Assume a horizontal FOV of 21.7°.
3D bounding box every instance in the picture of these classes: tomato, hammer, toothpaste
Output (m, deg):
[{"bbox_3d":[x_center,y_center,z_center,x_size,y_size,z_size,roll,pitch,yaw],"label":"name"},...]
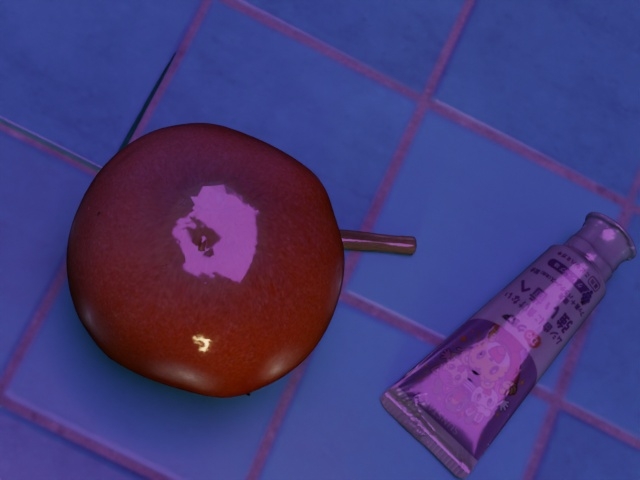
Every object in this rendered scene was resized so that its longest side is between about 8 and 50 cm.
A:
[{"bbox_3d":[-0.103,0.016,1.523,0.255,0.224,0.256,0,81,-3],"label":"tomato"},{"bbox_3d":[0.000,0.000,1.671,0.198,0.013,0.062,6,67,-12],"label":"hammer"},{"bbox_3d":[0.197,0.093,1.661,0.114,0.073,0.299,43,72,5],"label":"toothpaste"}]
